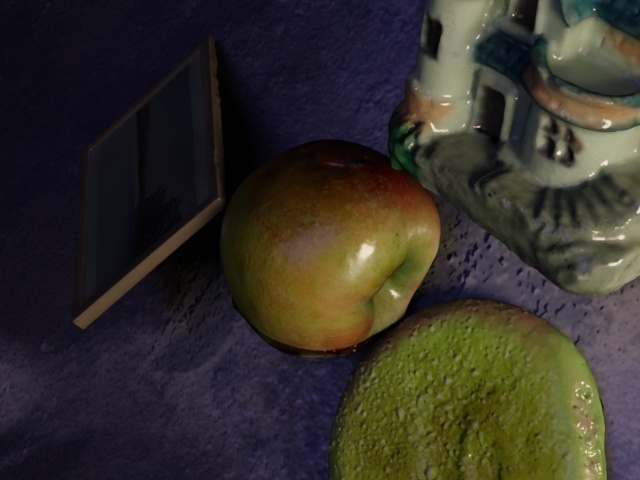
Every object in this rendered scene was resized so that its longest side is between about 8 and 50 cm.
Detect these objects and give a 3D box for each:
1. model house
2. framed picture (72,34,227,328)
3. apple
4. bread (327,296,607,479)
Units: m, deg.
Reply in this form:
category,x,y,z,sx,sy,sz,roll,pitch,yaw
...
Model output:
category,x,y,z,sx,sy,sz,roll,pitch,yaw
model house,0.206,-0.169,1.153,0.267,0.194,0.325,38,136,35
framed picture,-0.178,-0.066,1.521,0.213,0.016,0.289,-39,33,23
apple,0.000,0.000,1.374,0.207,0.174,0.188,-48,58,-1
bread,0.119,0.196,1.317,0.301,0.045,0.301,-9,75,35
